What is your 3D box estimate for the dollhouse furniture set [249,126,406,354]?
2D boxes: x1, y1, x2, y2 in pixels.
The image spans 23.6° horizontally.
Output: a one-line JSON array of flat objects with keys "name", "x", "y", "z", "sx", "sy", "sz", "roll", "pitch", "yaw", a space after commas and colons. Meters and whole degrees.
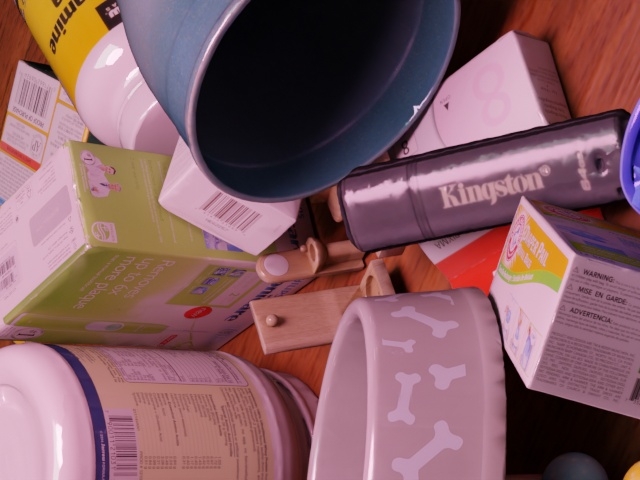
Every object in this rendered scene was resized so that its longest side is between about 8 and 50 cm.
[{"name": "dollhouse furniture set", "x": 0.000, "y": 0.000, "z": 1.430, "sx": 0.151, "sy": 0.123, "sz": 0.144, "roll": 111, "pitch": 146, "yaw": -55}]

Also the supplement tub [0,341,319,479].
[{"name": "supplement tub", "x": -0.170, "y": 0.220, "z": 1.484, "sx": 0.235, "sy": 0.325, "sz": 0.235, "roll": -9, "pitch": 78, "yaw": 49}]

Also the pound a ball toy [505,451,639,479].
[{"name": "pound a ball toy", "x": 0.234, "y": 0.224, "z": 1.096, "sx": 0.319, "sy": 0.208, "sz": 0.135, "roll": -4, "pitch": 82, "yaw": 50}]

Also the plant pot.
[{"name": "plant pot", "x": -0.060, "y": -0.217, "z": 1.353, "sx": 0.255, "sy": 0.272, "sz": 0.271, "roll": 48, "pitch": 121, "yaw": 35}]

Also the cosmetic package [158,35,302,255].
[{"name": "cosmetic package", "x": -0.066, "y": -0.115, "z": 1.500, "sx": 0.085, "sy": 0.117, "sz": 0.231, "roll": -39, "pitch": 28, "yaw": 47}]

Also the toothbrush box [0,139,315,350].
[{"name": "toothbrush box", "x": -0.175, "y": 0.014, "z": 1.551, "sx": 0.206, "sy": 0.283, "sz": 0.122, "roll": -37, "pitch": 59, "yaw": 41}]

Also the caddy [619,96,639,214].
[{"name": "caddy", "x": 0.366, "y": -0.081, "z": 1.012, "sx": 0.241, "sy": 0.179, "sz": 0.341, "roll": 53, "pitch": 126, "yaw": 12}]

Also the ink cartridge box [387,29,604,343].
[{"name": "ink cartridge box", "x": 0.151, "y": -0.039, "z": 1.353, "sx": 0.189, "sy": 0.066, "sz": 0.232, "roll": -35, "pitch": 55, "yaw": 42}]

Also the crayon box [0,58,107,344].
[{"name": "crayon box", "x": -0.333, "y": -0.042, "z": 1.903, "sx": 0.203, "sy": 0.083, "sz": 0.323, "roll": 28, "pitch": 106, "yaw": 48}]

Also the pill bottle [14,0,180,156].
[{"name": "pill bottle", "x": -0.204, "y": -0.217, "z": 1.692, "sx": 0.188, "sy": 0.188, "sz": 0.334, "roll": -58, "pitch": 46, "yaw": 27}]

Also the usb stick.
[{"name": "usb stick", "x": 0.141, "y": -0.048, "z": 1.289, "sx": 0.278, "sy": 0.045, "sz": 0.077, "roll": -12, "pitch": 89, "yaw": 29}]

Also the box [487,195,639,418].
[{"name": "box", "x": 0.204, "y": 0.048, "z": 1.161, "sx": 0.203, "sy": 0.114, "sz": 0.103, "roll": -101, "pitch": 28, "yaw": -76}]

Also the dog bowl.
[{"name": "dog bowl", "x": 0.058, "y": 0.203, "z": 1.260, "sx": 0.349, "sy": 0.102, "sz": 0.348, "roll": -173, "pitch": 90, "yaw": -82}]
